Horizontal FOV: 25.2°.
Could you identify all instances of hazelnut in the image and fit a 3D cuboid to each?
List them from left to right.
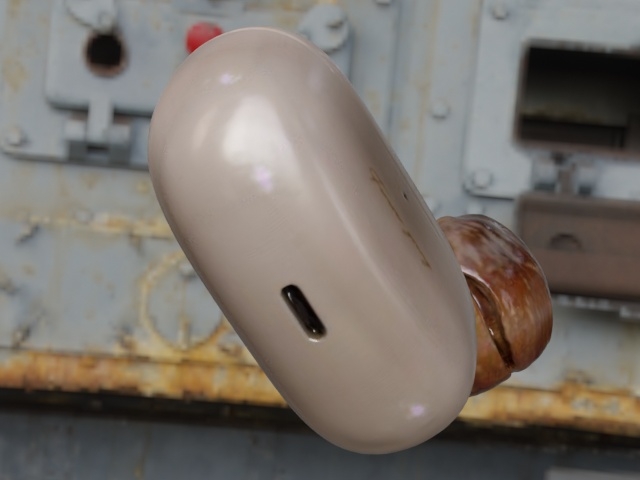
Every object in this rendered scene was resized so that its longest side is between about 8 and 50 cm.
[{"bbox_3d":[0.110,0.048,1.116,0.143,0.143,0.154,8,26,41],"label":"hazelnut"}]

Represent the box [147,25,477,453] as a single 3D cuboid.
[{"bbox_3d":[0.000,0.000,0.640,0.088,0.200,0.146,-26,18,18],"label":"box"}]
